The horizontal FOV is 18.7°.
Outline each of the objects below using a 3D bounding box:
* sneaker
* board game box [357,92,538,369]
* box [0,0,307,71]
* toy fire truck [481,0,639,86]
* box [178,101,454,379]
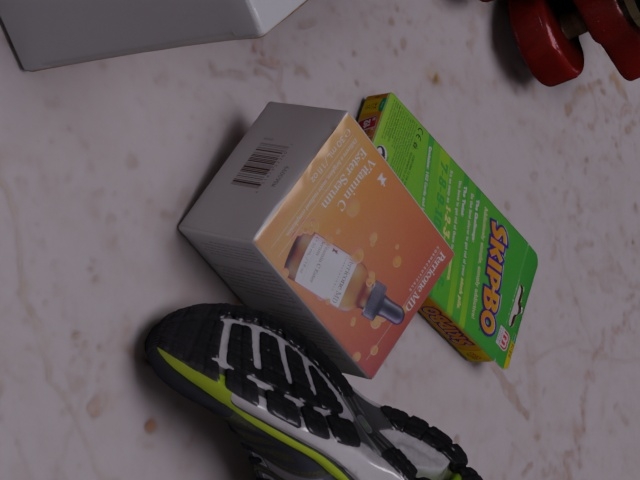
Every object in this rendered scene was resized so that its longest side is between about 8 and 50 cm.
[{"bbox_3d":[-0.017,0.159,1.440,0.300,0.121,0.111,37,28,-21],"label":"sneaker"},{"bbox_3d":[0.102,-0.002,1.671,0.259,0.039,0.124,42,56,-37],"label":"board game box"},{"bbox_3d":[-0.060,-0.274,1.349,0.345,0.215,0.168,-45,121,-44],"label":"box"},{"bbox_3d":[0.236,-0.304,1.793,0.302,0.169,0.254,47,33,-40],"label":"toy fire truck"},{"bbox_3d":[0.000,0.000,1.473,0.130,0.091,0.170,-56,129,-21],"label":"box"}]
